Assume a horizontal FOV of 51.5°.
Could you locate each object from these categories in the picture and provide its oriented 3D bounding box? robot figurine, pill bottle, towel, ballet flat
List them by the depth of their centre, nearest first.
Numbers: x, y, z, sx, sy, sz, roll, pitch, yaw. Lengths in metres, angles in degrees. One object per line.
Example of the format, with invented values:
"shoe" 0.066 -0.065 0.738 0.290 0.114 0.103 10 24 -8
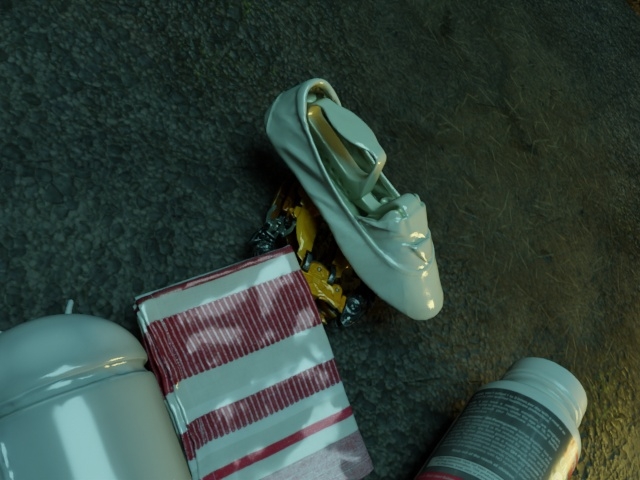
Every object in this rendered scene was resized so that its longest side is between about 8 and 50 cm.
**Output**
"robot figurine" -0.247 0.226 0.678 0.353 0.200 0.300 66 12 11
"towel" -0.078 0.191 0.845 0.237 0.037 0.328 -19 90 -30
"ballet flat" 0.067 -0.062 0.951 0.139 0.139 0.400 -35 87 -38
"pill bottle" 0.265 0.316 0.959 0.176 0.176 0.318 50 52 -1
"robot figurine" 0.000 0.000 1.016 0.211 0.085 0.290 29 54 -16
